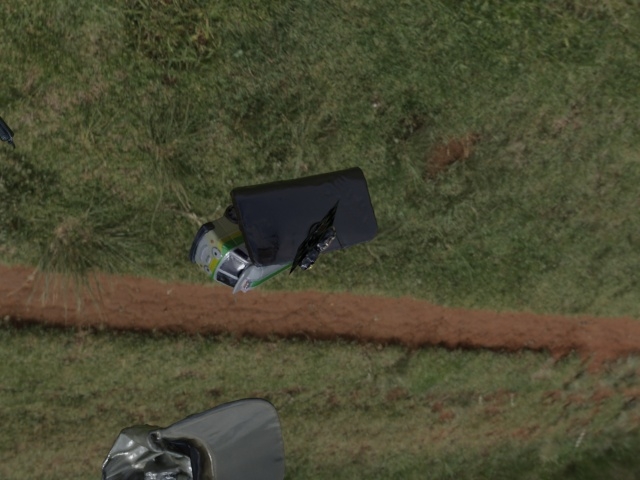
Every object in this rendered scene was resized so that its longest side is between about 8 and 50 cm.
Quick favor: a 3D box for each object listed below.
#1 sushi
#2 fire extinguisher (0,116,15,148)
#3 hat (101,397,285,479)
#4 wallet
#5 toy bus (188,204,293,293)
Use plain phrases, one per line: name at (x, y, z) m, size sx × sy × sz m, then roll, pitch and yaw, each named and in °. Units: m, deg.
sushi at (0.000, 0.000, 0.924) m, size 0.026 × 0.126 × 0.120 m, roll 37°, pitch 112°, yaw -9°
fire extinguisher at (-0.546, -0.195, 0.940) m, size 0.025 × 0.038 × 0.083 m, roll -43°, pitch 109°, yaw -31°
hat at (-0.187, 0.335, 0.837) m, size 0.245 × 0.149 × 0.214 m, roll -17°, pitch 106°, yaw -43°
wallet at (-0.019, -0.051, 1.094) m, size 0.309 × 0.165 × 0.042 m, roll -13°, pitch 173°, yaw -34°
toy bus at (-0.142, 0.003, 1.326) m, size 0.305 × 0.179 × 0.143 m, roll -28°, pitch 162°, yaw -42°
